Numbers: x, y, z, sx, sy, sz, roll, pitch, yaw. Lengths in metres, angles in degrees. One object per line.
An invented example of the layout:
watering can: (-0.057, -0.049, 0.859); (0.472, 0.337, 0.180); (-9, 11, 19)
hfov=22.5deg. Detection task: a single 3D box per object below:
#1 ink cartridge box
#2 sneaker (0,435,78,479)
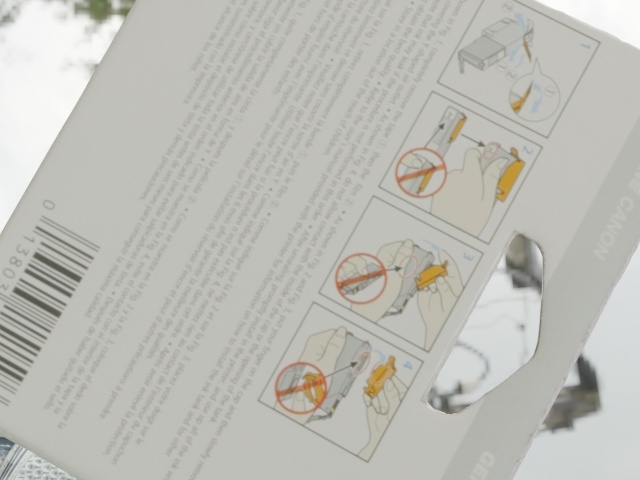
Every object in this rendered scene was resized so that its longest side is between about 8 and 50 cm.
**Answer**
ink cartridge box: (0.000, 0.000, 0.689); (0.275, 0.239, 0.060); (-61, 171, -5)
sneaker: (-0.219, 0.147, 0.868); (0.110, 0.283, 0.122); (-46, -147, 46)
